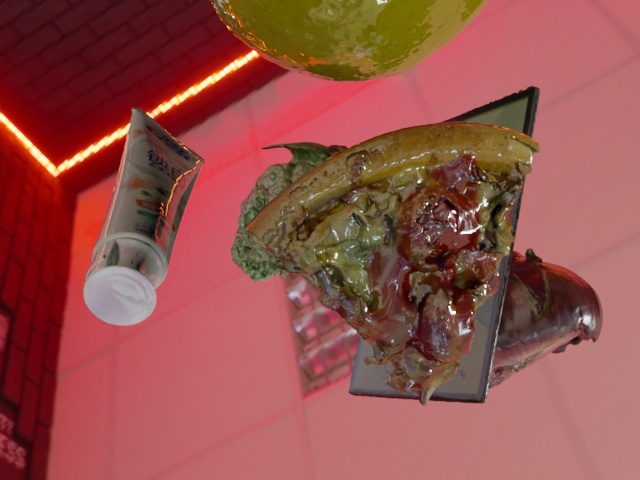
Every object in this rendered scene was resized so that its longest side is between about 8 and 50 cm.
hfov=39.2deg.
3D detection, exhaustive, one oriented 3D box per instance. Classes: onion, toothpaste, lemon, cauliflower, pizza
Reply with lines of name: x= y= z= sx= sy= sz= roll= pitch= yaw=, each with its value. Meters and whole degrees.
onion: x=0.241 y=0.106 z=1.170 sx=0.248 sy=0.248 sz=0.161 roll=-27 pitch=-127 yaw=15
toothpaste: x=-0.165 y=-0.037 z=0.865 sx=0.066 sy=0.100 sz=0.323 roll=-44 pitch=-157 yaw=22
lemon: x=0.021 y=-0.338 z=1.023 sx=0.364 sy=0.364 sz=0.364 roll=-22 pitch=-140 yaw=20
cauliflower: x=0.000 y=0.000 z=1.326 sx=0.239 sy=0.315 sz=0.256 roll=-25 pitch=173 yaw=-16
pizza: x=0.071 y=0.020 z=0.583 sx=0.201 sy=0.193 sz=0.053 roll=-27 pitch=-156 yaw=-15

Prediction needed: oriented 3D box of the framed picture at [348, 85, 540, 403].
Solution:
framed picture: x=0.127 y=0.012 z=0.965 sx=0.244 sy=0.013 sz=0.323 roll=-14 pitch=-119 yaw=60
